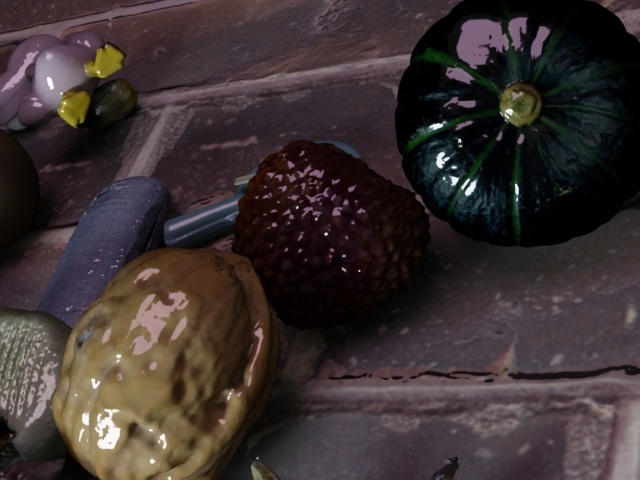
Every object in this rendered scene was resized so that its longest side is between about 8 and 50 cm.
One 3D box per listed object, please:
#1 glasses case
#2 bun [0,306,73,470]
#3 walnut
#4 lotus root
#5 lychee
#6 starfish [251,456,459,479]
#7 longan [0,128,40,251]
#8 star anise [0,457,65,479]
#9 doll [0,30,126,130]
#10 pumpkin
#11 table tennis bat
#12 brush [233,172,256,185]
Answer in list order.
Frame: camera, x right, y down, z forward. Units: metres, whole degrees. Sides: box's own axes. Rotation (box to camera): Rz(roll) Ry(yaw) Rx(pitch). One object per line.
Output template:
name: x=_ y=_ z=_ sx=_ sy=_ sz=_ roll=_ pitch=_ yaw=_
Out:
glasses case: x=-0.249 y=0.034 z=1.316 sx=0.109 sy=0.067 sz=0.282 roll=-11 pitch=45 yaw=28
bun: x=-0.315 y=0.170 z=1.156 sx=0.212 sy=0.126 sz=0.204 roll=15 pitch=63 yaw=29
walnut: x=-0.135 y=0.116 z=1.042 sx=0.198 sy=0.198 sz=0.245 roll=30 pitch=86 yaw=47
lotus root: x=-0.298 y=-0.184 z=1.590 sx=0.099 sy=0.054 sz=0.049 roll=-31 pitch=24 yaw=6
lychee: x=0.000 y=0.000 z=1.122 sx=0.188 sy=0.188 sz=0.188 roll=-17 pitch=41 yaw=15
starfish: x=-0.037 y=0.313 z=0.876 sx=0.357 sy=0.078 sz=0.347 roll=-15 pitch=42 yaw=18
longan: x=-0.456 y=-0.072 z=1.458 sx=0.185 sy=0.204 sz=0.159 roll=-34 pitch=-5 yaw=-25
star anise: x=-0.352 y=0.288 z=1.003 sx=0.331 sy=0.117 sz=0.332 roll=-6 pitch=70 yaw=18
doll: x=-0.380 y=-0.221 z=1.602 sx=0.160 sy=0.094 sz=0.365 roll=-56 pitch=24 yaw=-13
pumpkin: x=0.199 y=-0.113 z=1.109 sx=0.248 sy=0.248 sz=0.248 roll=-17 pitch=41 yaw=15
table tennis bat: x=-0.065 y=-0.046 z=1.314 sx=0.244 sy=0.040 sz=0.153 roll=-22 pitch=37 yaw=3
brush: x=-0.060 y=-0.074 z=1.311 sx=0.083 sy=0.013 sz=0.016 roll=-13 pitch=30 yaw=21
